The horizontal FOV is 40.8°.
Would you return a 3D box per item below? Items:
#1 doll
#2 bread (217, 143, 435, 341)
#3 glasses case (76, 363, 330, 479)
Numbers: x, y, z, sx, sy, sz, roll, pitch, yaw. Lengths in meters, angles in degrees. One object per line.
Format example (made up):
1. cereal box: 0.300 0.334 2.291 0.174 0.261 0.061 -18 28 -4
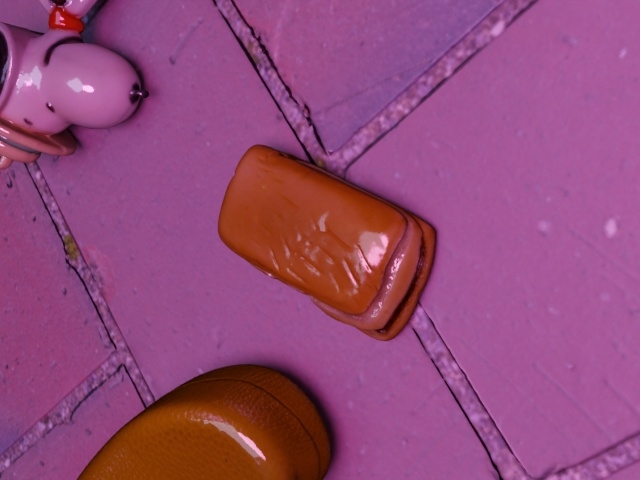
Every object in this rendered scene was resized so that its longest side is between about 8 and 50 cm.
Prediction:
1. doll: -0.288 -0.224 0.911 0.208 0.144 0.272 -12 89 13
2. bread: 0.000 0.000 0.758 0.200 0.077 0.116 29 100 29
3. glasses case: -0.141 0.261 0.825 0.173 0.141 0.371 42 115 9
